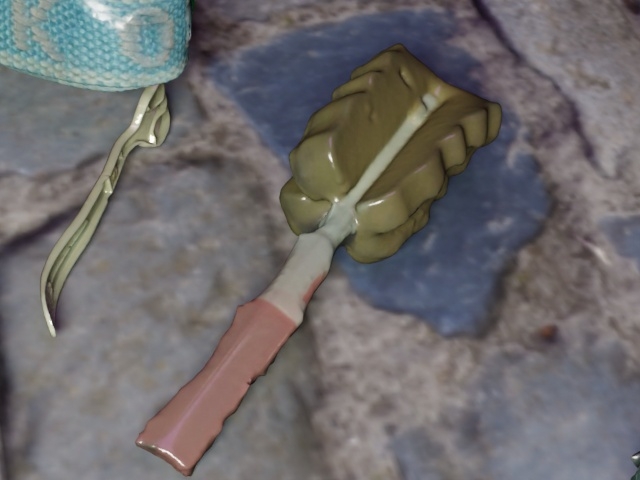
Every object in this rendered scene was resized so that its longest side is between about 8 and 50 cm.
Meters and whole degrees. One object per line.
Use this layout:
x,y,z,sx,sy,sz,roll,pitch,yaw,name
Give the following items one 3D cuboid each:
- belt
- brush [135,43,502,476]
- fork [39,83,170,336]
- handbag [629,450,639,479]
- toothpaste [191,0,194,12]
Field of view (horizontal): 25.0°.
-0.217,-0.137,0.774,0.302,0.072,0.087,7,38,5,belt
0.000,0.000,0.709,0.084,0.071,0.301,28,48,11,brush
-0.106,-0.031,0.735,0.028,0.034,0.219,6,40,5,fork
0.242,0.199,0.522,0.269,0.100,0.274,0,43,-21,handbag
-0.205,-0.187,0.862,0.267,0.065,0.050,5,41,-11,toothpaste
